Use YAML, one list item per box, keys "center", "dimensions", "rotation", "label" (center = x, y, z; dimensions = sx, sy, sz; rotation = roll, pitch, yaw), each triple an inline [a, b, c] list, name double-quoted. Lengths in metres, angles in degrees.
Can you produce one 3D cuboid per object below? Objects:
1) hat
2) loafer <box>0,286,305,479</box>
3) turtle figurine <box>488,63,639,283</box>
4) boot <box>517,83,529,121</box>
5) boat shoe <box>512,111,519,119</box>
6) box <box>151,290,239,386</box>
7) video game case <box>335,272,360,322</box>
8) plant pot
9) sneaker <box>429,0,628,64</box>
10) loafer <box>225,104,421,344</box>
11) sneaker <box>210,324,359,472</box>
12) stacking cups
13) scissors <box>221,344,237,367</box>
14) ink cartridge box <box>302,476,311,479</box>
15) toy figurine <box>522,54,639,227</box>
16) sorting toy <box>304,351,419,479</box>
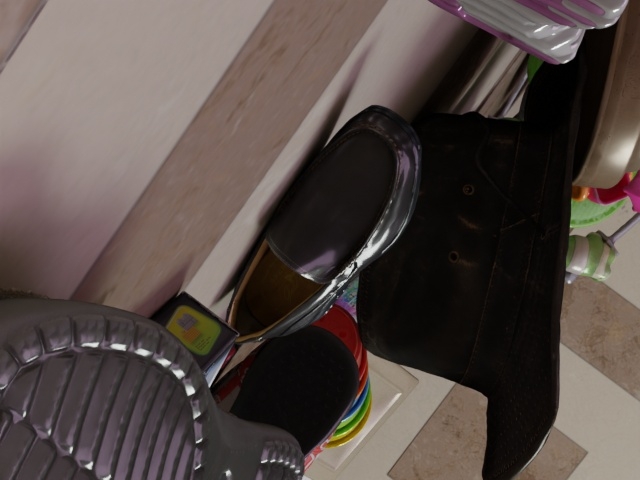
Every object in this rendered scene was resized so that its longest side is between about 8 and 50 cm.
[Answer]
- center: [0.096, 0.008, 0.968]
  dimensions: [0.331, 0.134, 0.331]
  rotation: [-171, -90, -89]
  label: "hat"
- center: [-0.081, 0.077, 0.455]
  dimensions: [0.251, 0.087, 0.094]
  rotation: [55, 53, -65]
  label: "loafer"
- center: [0.192, -0.019, 1.268]
  dimensions: [0.274, 0.198, 0.266]
  rotation: [-42, 162, -43]
  label: "turtle figurine"
- center: [0.345, -0.244, 1.393]
  dimensions: [0.284, 0.138, 0.377]
  rotation: [-48, 159, -38]
  label: "boot"
- center: [0.194, -0.055, 1.537]
  dimensions: [0.324, 0.123, 0.116]
  rotation: [-45, 137, -9]
  label: "boat shoe"
- center: [-0.121, 0.118, 0.602]
  dimensions: [0.207, 0.036, 0.114]
  rotation: [-45, 169, -48]
  label: "box"
- center: [0.105, 0.043, 1.165]
  dimensions: [0.143, 0.157, 0.019]
  rotation: [-39, -143, 25]
  label: "video game case"
- center: [0.239, -0.149, 0.928]
  dimensions: [0.237, 0.109, 0.237]
  rotation: [7, 90, -88]
  label: "plant pot"
- center: [0.092, -0.141, 0.548]
  dimensions: [0.105, 0.095, 0.236]
  rotation: [-60, 177, 5]
  label: "sneaker"
- center: [0.000, 0.000, 0.722]
  dimensions: [0.061, 0.062, 0.170]
  rotation: [-38, 163, -46]
  label: "loafer"
- center: [-0.080, 0.169, 0.887]
  dimensions: [0.270, 0.090, 0.145]
  rotation: [-47, 178, -10]
  label: "sneaker"
- center: [-0.003, 0.120, 1.157]
  dimensions: [0.096, 0.096, 0.316]
  rotation: [-52, 170, -9]
  label: "stacking cups"
- center: [-0.049, 0.050, 0.820]
  dimensions: [0.297, 0.021, 0.109]
  rotation: [-47, 173, -34]
  label: "scissors"
- center: [-0.059, 0.299, 1.861]
  dimensions: [0.181, 0.056, 0.225]
  rotation: [-50, 153, -20]
  label: "ink cartridge box"
- center: [0.247, -0.085, 1.071]
  dimensions: [0.130, 0.173, 0.159]
  rotation: [-19, -165, -21]
  label: "toy figurine"
- center: [0.020, 0.203, 1.658]
  dimensions: [0.348, 0.047, 0.196]
  rotation: [-49, 145, 1]
  label: "sorting toy"
